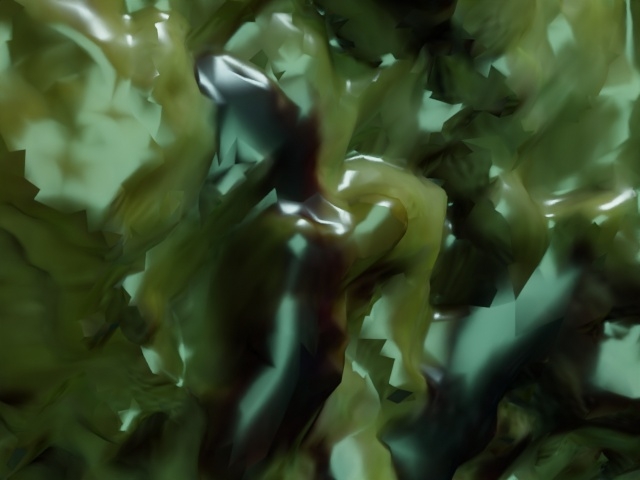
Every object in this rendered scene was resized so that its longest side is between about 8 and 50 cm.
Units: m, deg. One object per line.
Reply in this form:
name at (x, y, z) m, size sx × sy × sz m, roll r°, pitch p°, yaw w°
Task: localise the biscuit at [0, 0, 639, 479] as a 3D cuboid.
biscuit at (0.046, -0.012, 0.433) m, size 0.334 × 0.081 × 0.289 m, roll 31°, pitch 88°, yaw -45°
